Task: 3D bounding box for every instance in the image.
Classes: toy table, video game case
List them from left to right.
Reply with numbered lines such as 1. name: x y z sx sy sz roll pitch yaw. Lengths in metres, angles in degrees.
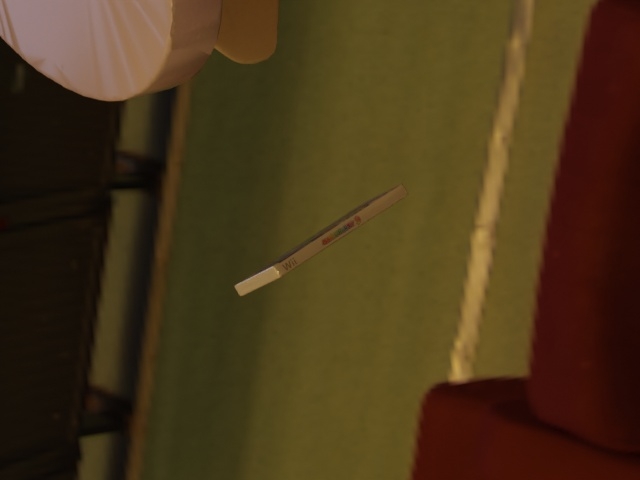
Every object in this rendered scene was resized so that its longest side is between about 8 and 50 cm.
1. toy table: -0.081 -0.183 0.898 0.274 0.161 0.252 49 142 30
2. video game case: 0.000 0.000 1.346 0.011 0.122 0.087 58 156 -3
